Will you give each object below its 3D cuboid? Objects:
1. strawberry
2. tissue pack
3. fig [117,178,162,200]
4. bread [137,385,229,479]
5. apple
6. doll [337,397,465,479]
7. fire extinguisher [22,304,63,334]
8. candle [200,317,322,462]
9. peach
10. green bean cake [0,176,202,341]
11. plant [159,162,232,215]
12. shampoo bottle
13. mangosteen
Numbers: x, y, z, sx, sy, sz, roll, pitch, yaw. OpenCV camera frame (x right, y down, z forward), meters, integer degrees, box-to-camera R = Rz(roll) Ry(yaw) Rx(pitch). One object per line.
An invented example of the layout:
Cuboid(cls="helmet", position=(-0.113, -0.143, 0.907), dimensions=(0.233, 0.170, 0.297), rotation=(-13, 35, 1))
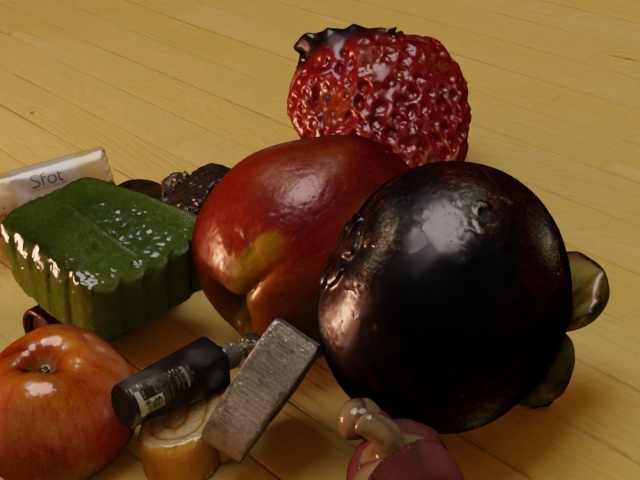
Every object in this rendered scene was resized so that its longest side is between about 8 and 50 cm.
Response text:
Cuboid(cls="strawberry", position=(0.096, -0.175, 2.183), dimensions=(0.292, 0.310, 0.292), rotation=(-2, -10, 0))
Cuboid(cls="tissue pack", position=(-0.453, -0.075, 2.278), dimensions=(0.222, 0.090, 0.186), rotation=(-16, -8, -11))
Cuboid(cls="fig", position=(-0.273, -0.044, 2.224), dimensions=(0.154, 0.109, 0.103), rotation=(3, -7, -36))
Cuboid(cls="bread", position=(-0.157, 0.228, 1.683), dimensions=(0.122, 0.073, 0.149), rotation=(-4, 28, 8))
Cuboid(cls="apple", position=(-0.324, 0.202, 1.697), dimensions=(0.209, 0.164, 0.209), rotation=(-8, 30, 5))
Cuboid(cls="doll", position=(0.079, 0.276, 1.394), dimensions=(0.152, 0.196, 0.256), rotation=(-29, 22, 0))
Cuboid(cls="fire extinguisher", position=(-0.290, 0.079, 1.982), dimensions=(0.269, 0.105, 0.105), rotation=(-31, 34, -33))
Cuboid(cls="candle", position=(-0.060, 0.159, 1.603), dimensions=(0.068, 0.168, 0.192), rotation=(33, 40, 5))
Cuboid(cls="peach", position=(0.000, 0.000, 1.816), dimensions=(0.332, 0.308, 0.308), rotation=(-29, 33, -26))
Cuboid(cls="green bean cake", position=(-0.299, 0.017, 1.895), dimensions=(0.248, 0.125, 0.222), rotation=(31, 46, 32))
Cuboid(cls="plant", position=(-0.172, -0.048, 2.115), dimensions=(0.131, 0.142, 0.203), rotation=(-42, 12, -9))
Cuboid(cls="shampoo bottle", position=(-0.155, 0.163, 1.677), dimensions=(0.207, 0.057, 0.063), rotation=(-25, 34, -37))
Cuboid(cls="mangosteen", position=(0.155, 0.070, 1.565), dimensions=(0.330, 0.330, 0.330), rotation=(-9, 28, 5))
